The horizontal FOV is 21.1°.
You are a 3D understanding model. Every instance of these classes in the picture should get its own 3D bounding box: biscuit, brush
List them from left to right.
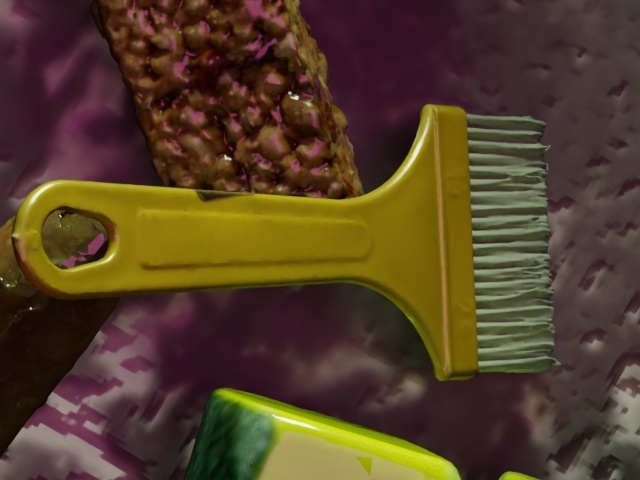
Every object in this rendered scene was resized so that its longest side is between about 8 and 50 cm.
[{"bbox_3d":[-0.042,-0.087,0.503,0.064,0.034,0.199,-16,101,10],"label":"biscuit"},{"bbox_3d":[0.000,0.000,0.482,0.205,0.011,0.083,1,86,-45],"label":"brush"}]

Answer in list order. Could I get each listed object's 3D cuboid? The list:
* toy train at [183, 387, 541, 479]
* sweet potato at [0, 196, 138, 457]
[{"bbox_3d":[0.019,0.244,0.456,0.272,0.179,0.442,17,86,-2],"label":"toy train"},{"bbox_3d":[-0.151,0.119,0.465,0.124,0.098,0.310,18,89,-3],"label":"sweet potato"}]
